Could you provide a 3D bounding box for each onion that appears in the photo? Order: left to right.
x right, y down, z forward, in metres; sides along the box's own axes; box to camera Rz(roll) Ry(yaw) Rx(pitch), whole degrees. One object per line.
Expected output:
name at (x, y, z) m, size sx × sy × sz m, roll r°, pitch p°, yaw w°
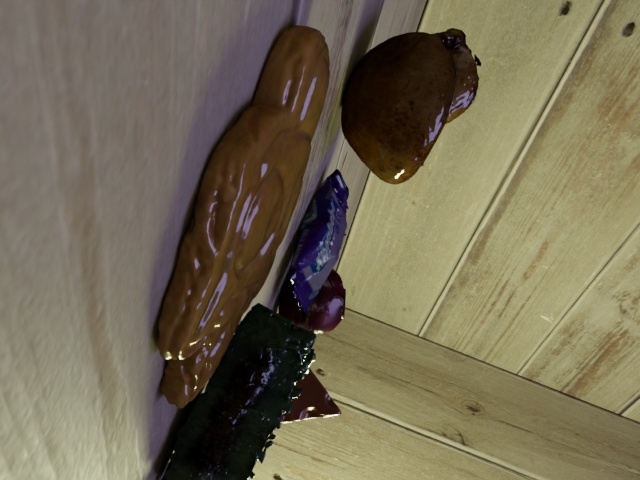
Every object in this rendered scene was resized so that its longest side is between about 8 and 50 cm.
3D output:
onion at (-0.003, 0.099, 1.328) m, size 0.173 × 0.136 × 0.198 m, roll -65°, pitch 173°, yaw -70°

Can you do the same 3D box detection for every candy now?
candy at (0.000, 0.000, 1.229) m, size 0.145 × 0.070 × 0.275 m, roll 71°, pitch 36°, yaw -53°

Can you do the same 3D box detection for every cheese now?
cheese at (-0.087, 0.322, 1.330) m, size 0.177 × 0.202 × 0.128 m, roll -36°, pitch 171°, yaw -9°

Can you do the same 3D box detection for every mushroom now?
mushroom at (0.146, -0.246, 1.117) m, size 0.283 × 0.195 × 0.263 m, roll -50°, pitch 178°, yaw -17°

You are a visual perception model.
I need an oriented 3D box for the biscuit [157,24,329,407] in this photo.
biscuit at (-0.066, -0.014, 0.617) m, size 0.269 × 0.051 × 0.375 m, roll -24°, pitch 135°, yaw -82°

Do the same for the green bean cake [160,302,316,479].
green bean cake at (-0.096, 0.200, 0.766) m, size 0.208 × 0.107 × 0.193 m, roll -61°, pitch -177°, yaw -32°
